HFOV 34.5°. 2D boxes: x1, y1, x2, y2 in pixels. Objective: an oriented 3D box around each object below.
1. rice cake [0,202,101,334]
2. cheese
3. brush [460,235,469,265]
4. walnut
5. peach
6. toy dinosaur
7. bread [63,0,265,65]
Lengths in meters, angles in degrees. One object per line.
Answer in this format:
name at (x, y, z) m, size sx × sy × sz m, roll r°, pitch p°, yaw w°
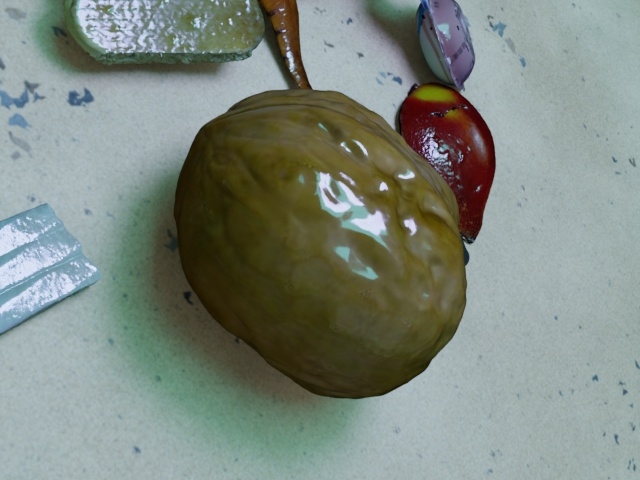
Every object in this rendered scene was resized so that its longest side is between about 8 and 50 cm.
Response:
rice cake at (-0.353, 0.045, 1.122) m, size 0.211 × 0.038 × 0.124 m, roll -39°, pitch 97°, yaw -42°
cheese at (0.190, -0.354, 1.663) m, size 0.286 × 0.074 × 0.189 m, roll 53°, pitch 25°, yaw -48°
brush at (0.127, 0.008, 1.509) m, size 0.197 × 0.059 × 0.123 m, roll -18°, pitch 80°, yaw -42°
walnut at (0.000, 0.000, 1.249) m, size 0.398 × 0.308 × 0.354 m, roll 44°, pitch 16°, yaw -14°
peach at (0.216, -0.135, 1.645) m, size 0.189 × 0.068 × 0.279 m, roll -10°, pitch 76°, yaw -39°
toy dinosaur at (-0.053, -0.382, 1.522) m, size 0.432 × 0.097 × 0.208 m, roll 55°, pitch 43°, yaw -12°
bread at (-0.204, -0.329, 1.339) m, size 0.286 × 0.056 × 0.207 m, roll -3°, pitch 86°, yaw -38°
